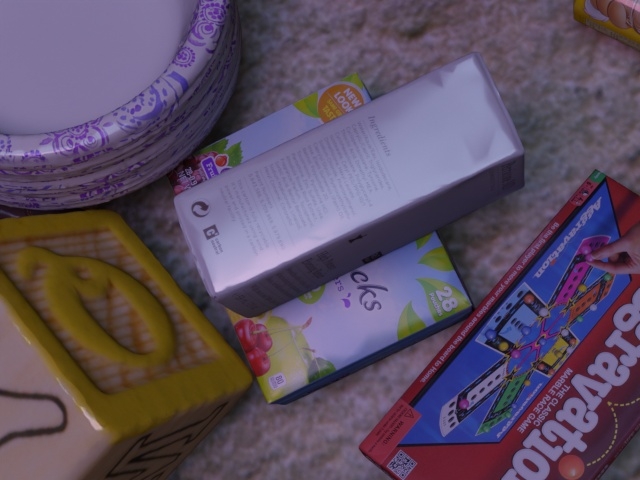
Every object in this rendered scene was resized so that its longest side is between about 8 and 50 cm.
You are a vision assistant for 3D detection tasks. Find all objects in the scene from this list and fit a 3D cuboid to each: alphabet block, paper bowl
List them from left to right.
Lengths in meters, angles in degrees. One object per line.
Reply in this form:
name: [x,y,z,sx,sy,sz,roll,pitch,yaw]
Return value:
alphabet block: [-0.205,0.113,0.856,0.192,0.193,0.197,48,113,13]
paper bowl: [-0.204,-0.156,0.929,0.284,0.148,0.284,-1,67,3]

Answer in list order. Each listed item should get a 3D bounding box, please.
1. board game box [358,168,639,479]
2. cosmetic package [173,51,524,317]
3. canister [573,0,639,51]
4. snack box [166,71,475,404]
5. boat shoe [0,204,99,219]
board game box: [0.173,0.090,0.852,0.145,0.027,0.281,37,79,25]
cosmetic package: [0.026,-0.033,0.828,0.231,0.117,0.085,-25,77,5]
canister: [0.294,-0.185,0.889,0.170,0.073,0.126,30,88,16]
snack box: [0.000,0.000,0.921,0.174,0.070,0.207,-26,78,6]
boat shoe: [-0.290,-0.018,0.983,0.207,0.073,0.073,10,81,13]
